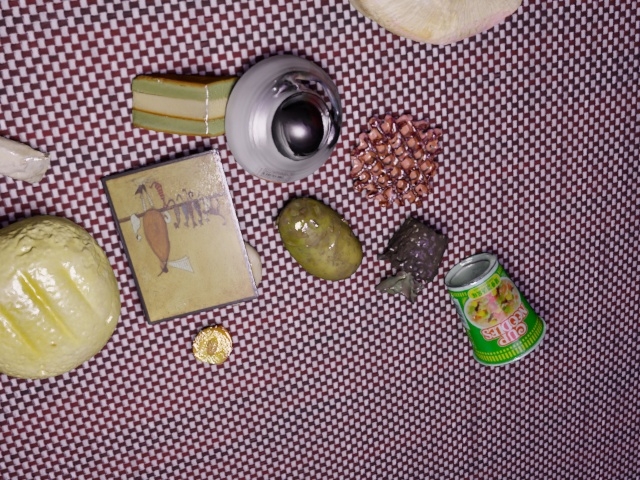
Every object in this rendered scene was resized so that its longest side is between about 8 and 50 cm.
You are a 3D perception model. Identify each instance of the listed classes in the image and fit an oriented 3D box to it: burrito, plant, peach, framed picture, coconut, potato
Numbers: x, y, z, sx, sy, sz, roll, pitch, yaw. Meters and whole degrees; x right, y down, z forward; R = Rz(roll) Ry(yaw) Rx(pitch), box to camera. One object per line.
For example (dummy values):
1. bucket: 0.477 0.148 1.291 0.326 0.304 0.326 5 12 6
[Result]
1. burrito: -0.663 -0.189 1.395 0.275 0.059 0.082 25 115 -24
2. plant: 0.216 0.052 1.736 0.142 0.131 0.203 32 88 -27
3. peach: -0.251 0.240 1.692 0.098 0.061 0.098 0 91 -4
4. framed picture: -0.296 -0.003 1.546 0.255 0.014 0.339 -14 104 2
5. coconut: 0.224 -0.568 1.380 0.404 0.404 0.405 -6 111 -16
6. potato: 0.000 0.000 1.660 0.251 0.113 0.149 40 86 -35

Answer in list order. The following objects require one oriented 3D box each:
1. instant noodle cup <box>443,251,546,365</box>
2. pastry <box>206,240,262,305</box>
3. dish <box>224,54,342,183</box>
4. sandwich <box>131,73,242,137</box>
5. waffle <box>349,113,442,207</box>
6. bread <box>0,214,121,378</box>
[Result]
1. instant noodle cup: 0.424 0.164 1.827 0.207 0.207 0.233 -35 108 -3
2. pastry: -0.206 0.067 1.626 0.156 0.092 0.157 -5 108 -17
3. dish: -0.048 -0.241 1.509 0.273 0.133 0.274 -13 114 -29
4. sandwich: -0.277 -0.288 1.512 0.187 0.144 0.117 10 110 16
5. waffle: 0.174 -0.184 1.679 0.234 0.055 0.221 4 107 -25
6. bread: -0.558 0.116 1.444 0.320 0.237 0.321 -8 116 -17
